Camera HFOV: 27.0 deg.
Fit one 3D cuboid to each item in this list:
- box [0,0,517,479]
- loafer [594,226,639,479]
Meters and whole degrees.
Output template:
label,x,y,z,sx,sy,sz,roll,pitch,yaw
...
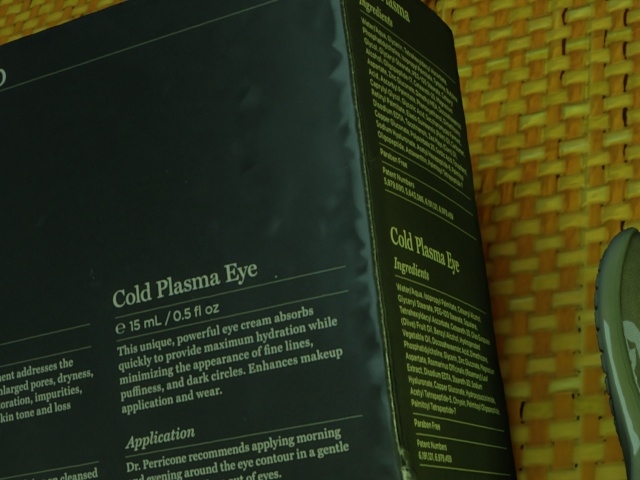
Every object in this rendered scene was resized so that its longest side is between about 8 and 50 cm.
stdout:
label,x,y,z,sx,sy,sz,roll,pitch,yaw
box,-0.082,0.028,0.823,0.343,0.179,0.312,-13,74,25
loafer,0.205,0.103,0.719,0.087,0.094,0.251,-12,58,15
